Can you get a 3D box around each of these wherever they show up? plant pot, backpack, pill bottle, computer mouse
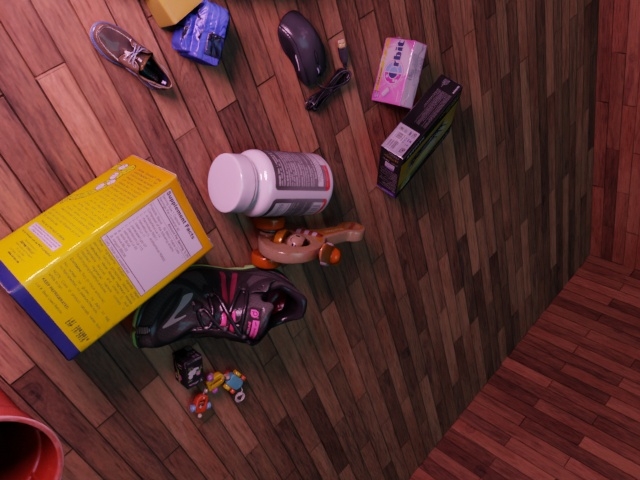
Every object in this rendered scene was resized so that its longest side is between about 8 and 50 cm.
[{"bbox_3d":[-0.297,-0.479,1.131,0.081,0.081,0.083,-49,126,-18],"label":"plant pot"},{"bbox_3d":[-0.643,0.369,1.031,0.272,0.265,0.273,-21,122,-37],"label":"plant pot"},{"bbox_3d":[-0.244,-0.433,1.191,0.101,0.098,0.120,13,99,-44],"label":"backpack"},{"bbox_3d":[-0.119,-0.139,1.408,0.283,0.161,0.162,-4,111,-45],"label":"pill bottle"},{"bbox_3d":[0.004,-0.470,1.455,0.184,0.060,0.262,-44,134,-21],"label":"computer mouse"}]

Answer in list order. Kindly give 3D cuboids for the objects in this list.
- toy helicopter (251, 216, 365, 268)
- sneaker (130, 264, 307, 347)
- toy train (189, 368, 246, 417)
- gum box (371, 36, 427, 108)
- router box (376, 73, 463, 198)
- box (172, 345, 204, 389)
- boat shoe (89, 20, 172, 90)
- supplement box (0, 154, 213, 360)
[{"bbox_3d":[0.000,0.000,1.540,0.354,0.234,0.140,-13,117,-42],"label":"toy helicopter"},{"bbox_3d":[-0.226,0.159,1.407,0.482,0.202,0.186,-11,115,-43],"label":"sneaker"},{"bbox_3d":[-0.284,0.410,1.587,0.166,0.046,0.125,-4,112,-41],"label":"toy train"},{"bbox_3d":[0.223,-0.479,1.640,0.062,0.107,0.189,-1,109,-46],"label":"gum box"},{"bbox_3d":[0.292,-0.307,1.737,0.309,0.081,0.243,-50,164,-16],"label":"router box"},{"bbox_3d":[-0.336,0.324,1.476,0.052,0.062,0.083,-21,122,-40],"label":"box"},{"bbox_3d":[-0.359,-0.359,1.129,0.183,0.066,0.066,32,84,-48],"label":"boat shoe"},{"bbox_3d":[-0.429,0.021,1.141,0.356,0.195,0.194,-41,133,-24],"label":"supplement box"}]
